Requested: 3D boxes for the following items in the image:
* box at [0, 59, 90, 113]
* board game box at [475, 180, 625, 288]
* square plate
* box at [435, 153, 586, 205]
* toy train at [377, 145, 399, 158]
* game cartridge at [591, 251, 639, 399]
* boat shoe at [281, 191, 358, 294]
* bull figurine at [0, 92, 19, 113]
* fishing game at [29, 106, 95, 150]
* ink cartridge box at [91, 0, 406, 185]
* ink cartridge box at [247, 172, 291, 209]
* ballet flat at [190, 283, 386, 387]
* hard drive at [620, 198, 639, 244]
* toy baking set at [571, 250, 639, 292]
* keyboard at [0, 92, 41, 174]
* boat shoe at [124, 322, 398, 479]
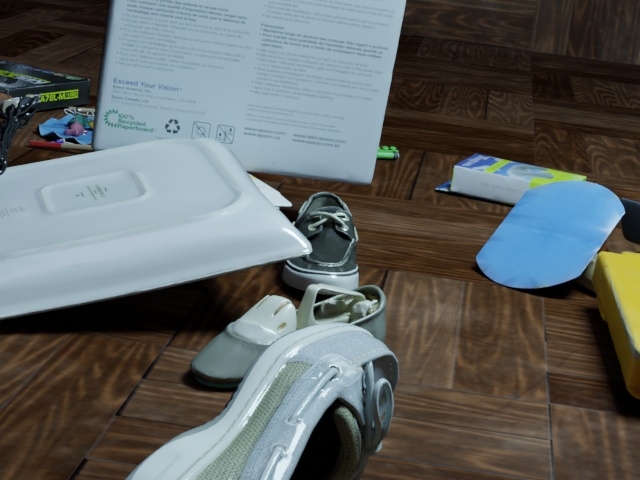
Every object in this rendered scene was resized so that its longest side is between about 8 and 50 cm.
[{"bbox_3d":[-0.475,-0.232,2.255,0.190,0.045,0.184,15,15,31],"label":"box"},{"bbox_3d":[0.256,0.003,1.641,0.133,0.033,0.169,13,53,41],"label":"board game box"},{"bbox_3d":[-0.217,-0.026,1.455,0.344,0.049,0.347,-11,21,-13],"label":"square plate"},{"bbox_3d":[0.255,-0.077,2.002,0.178,0.042,0.109,13,16,20],"label":"box"},{"bbox_3d":[0.075,-0.125,2.148,0.083,0.017,0.024,0,26,-22],"label":"toy train"},{"bbox_3d":[0.409,0.093,1.404,0.285,0.053,0.324,10,15,2],"label":"game cartridge"},{"bbox_3d":[0.000,0.000,1.559,0.077,0.070,0.219,5,15,-5],"label":"boat shoe"},{"bbox_3d":[-0.536,-0.166,1.888,0.310,0.101,0.188,-8,25,-36],"label":"bull figurine"},{"bbox_3d":[-0.299,-0.163,2.089,0.189,0.041,0.264,5,15,6],"label":"fishing game"},{"bbox_3d":[-0.074,-0.241,1.667,0.324,0.330,0.071,7,13,-14],"label":"ink cartridge box"},{"bbox_3d":[-0.120,-0.036,1.649,0.115,0.067,0.198,-1,16,-25],"label":"ink cartridge box"},{"bbox_3d":[-0.025,0.073,1.288,0.213,0.068,0.072,-9,23,-44],"label":"ballet flat"},{"bbox_3d":[0.472,0.013,1.672,0.254,0.054,0.172,18,4,35],"label":"hard drive"},{"bbox_3d":[0.364,0.037,1.653,0.196,0.030,0.256,-1,17,-25],"label":"toy baking set"},{"bbox_3d":[-0.383,-0.073,1.522,0.201,0.033,0.317,-22,25,11],"label":"keyboard"},{"bbox_3d":[-0.020,0.147,0.952,0.103,0.118,0.320,19,23,21],"label":"boat shoe"}]
